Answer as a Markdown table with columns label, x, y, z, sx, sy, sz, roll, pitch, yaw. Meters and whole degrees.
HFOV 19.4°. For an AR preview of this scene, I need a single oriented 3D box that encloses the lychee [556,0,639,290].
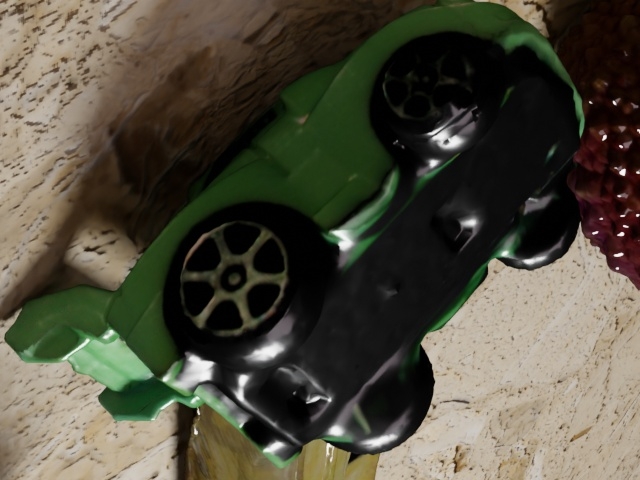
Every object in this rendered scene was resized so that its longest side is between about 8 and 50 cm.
| label | x | y | z | sx | sy | sz | roll | pitch | yaw |
| --- | --- | --- | --- | --- | --- | --- | --- | --- | --- |
| lychee | 0.275 | -0.082 | 1.361 | 0.271 | 0.271 | 0.271 | -32 | 150 | -21 |

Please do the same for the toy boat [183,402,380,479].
| label | x | y | z | sx | sy | sz | roll | pitch | yaw |
| --- | --- | --- | --- | --- | --- | --- | --- | --- | --- |
| toy boat | -0.015 | 0.173 | 1.433 | 0.162 | 0.136 | 0.445 | -33 | 150 | -28 |

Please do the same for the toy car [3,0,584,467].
| label | x | y | z | sx | sy | sz | roll | pitch | yaw |
| --- | --- | --- | --- | --- | --- | --- | --- | --- | --- |
| toy car | 0.000 | 0.000 | 1.171 | 0.358 | 0.176 | 0.213 | -49 | 147 | -1 |
